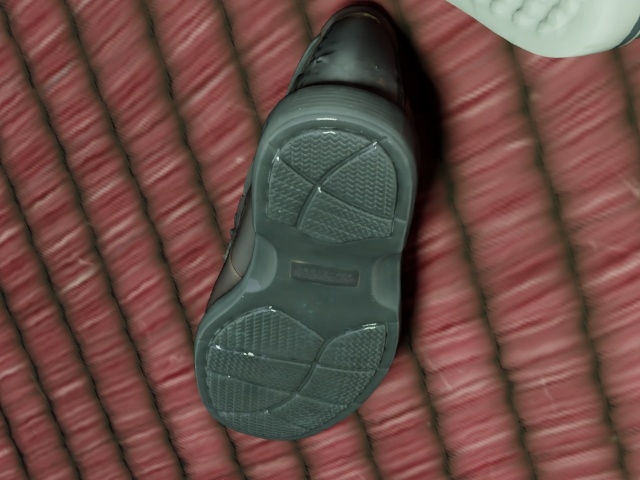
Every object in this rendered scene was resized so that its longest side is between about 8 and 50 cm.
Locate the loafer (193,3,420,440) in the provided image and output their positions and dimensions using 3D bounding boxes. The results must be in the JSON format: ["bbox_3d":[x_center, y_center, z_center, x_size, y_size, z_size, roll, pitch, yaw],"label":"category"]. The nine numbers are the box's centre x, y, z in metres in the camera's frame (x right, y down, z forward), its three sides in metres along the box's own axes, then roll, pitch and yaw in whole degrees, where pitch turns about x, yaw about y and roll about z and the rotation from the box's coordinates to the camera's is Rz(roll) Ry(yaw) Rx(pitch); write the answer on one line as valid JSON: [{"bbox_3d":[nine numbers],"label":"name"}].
[{"bbox_3d":[0.000,0.000,1.028,0.109,0.095,0.302,13,143,-3],"label":"loafer"}]

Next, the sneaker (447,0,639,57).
[{"bbox_3d":[0.073,-0.167,0.780,0.321,0.127,0.126,46,144,47],"label":"sneaker"}]
